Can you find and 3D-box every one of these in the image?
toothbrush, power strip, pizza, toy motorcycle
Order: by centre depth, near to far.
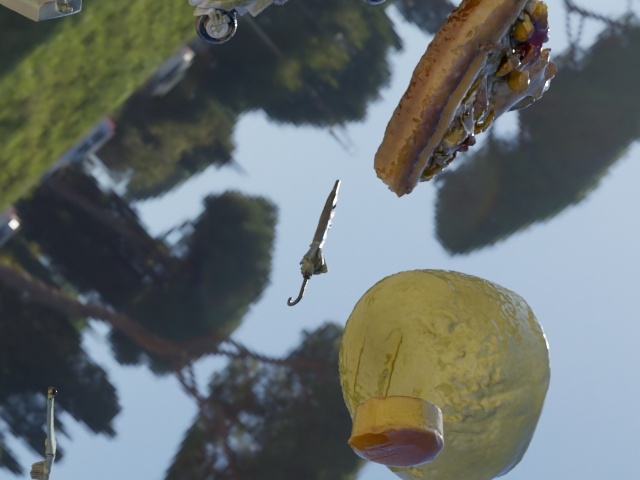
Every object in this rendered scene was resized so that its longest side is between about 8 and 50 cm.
[{"bbox_3d":[0.153,-0.143,1.477,0.251,0.074,0.288,-50,159,-1],"label":"pizza"},{"bbox_3d":[-0.346,0.252,1.831,0.294,0.028,0.026,117,-25,-57],"label":"toothbrush"},{"bbox_3d":[-0.378,-0.319,1.854,0.060,0.027,0.253,-19,-149,-31],"label":"power strip"},{"bbox_3d":[-0.123,-0.399,2.131,0.229,0.151,0.074,-41,-150,16],"label":"toy motorcycle"}]

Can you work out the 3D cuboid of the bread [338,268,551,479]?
[{"bbox_3d":[0.166,0.191,2.024,0.237,0.320,0.320,-2,-179,-21],"label":"bread"}]

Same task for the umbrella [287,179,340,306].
[{"bbox_3d":[0.004,-0.002,2.100,0.044,0.044,0.269,-25,-149,39],"label":"umbrella"}]

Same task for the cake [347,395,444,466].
[{"bbox_3d":[0.068,0.169,1.259,0.084,0.084,0.044,-27,-134,43],"label":"cake"}]

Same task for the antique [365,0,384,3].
[{"bbox_3d":[0.055,-0.364,1.532,0.121,0.257,0.143,-27,171,6],"label":"antique"}]
